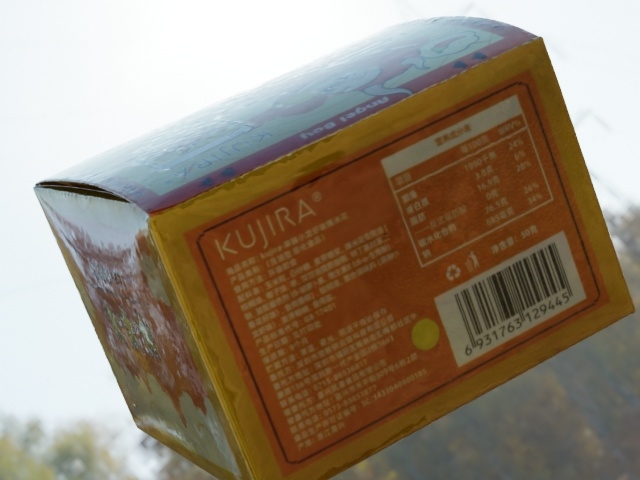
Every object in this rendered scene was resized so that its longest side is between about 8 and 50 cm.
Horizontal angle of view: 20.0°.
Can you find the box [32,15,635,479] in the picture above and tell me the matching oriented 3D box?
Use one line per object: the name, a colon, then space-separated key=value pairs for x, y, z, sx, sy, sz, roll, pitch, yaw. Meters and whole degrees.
box: x=0.000 y=0.000 z=1.199 sx=0.283 sy=0.214 sz=0.259 roll=-25 pitch=16 yaw=-20
